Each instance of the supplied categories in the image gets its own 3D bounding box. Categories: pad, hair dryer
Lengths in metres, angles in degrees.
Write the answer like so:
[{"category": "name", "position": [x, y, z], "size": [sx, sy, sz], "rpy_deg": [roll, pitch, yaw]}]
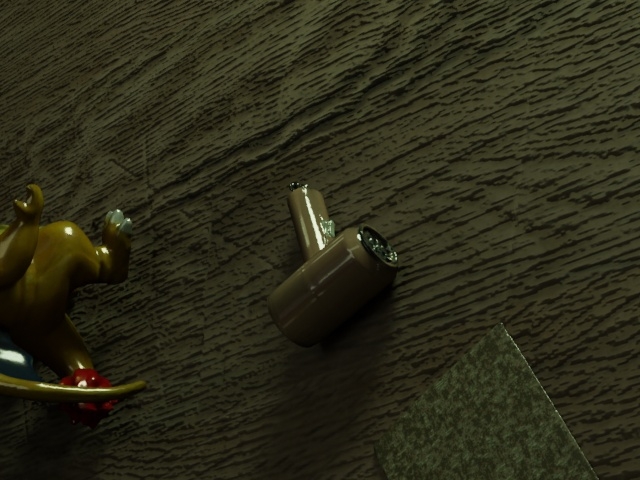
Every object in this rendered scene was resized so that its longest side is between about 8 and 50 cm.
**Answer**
[{"category": "pad", "position": [0.131, 0.192, 1.087], "size": [0.158, 0.003, 0.235], "rpy_deg": [-46, 42, 18]}, {"category": "hair dryer", "position": [0.000, 0.000, 1.297], "size": [0.117, 0.064, 0.182], "rpy_deg": [-41, 38, 21]}]

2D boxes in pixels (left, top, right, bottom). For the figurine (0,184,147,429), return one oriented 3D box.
[{"category": "figurine", "position": [-0.381, 0.062, 1.414], "size": [0.401, 0.387, 0.268], "rpy_deg": [16, 104, 53]}]
